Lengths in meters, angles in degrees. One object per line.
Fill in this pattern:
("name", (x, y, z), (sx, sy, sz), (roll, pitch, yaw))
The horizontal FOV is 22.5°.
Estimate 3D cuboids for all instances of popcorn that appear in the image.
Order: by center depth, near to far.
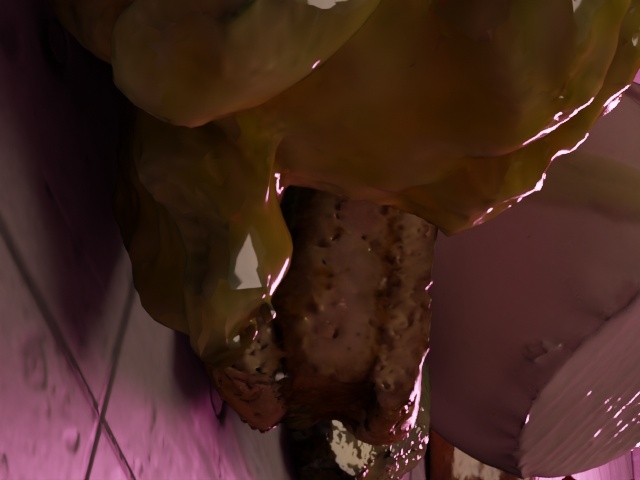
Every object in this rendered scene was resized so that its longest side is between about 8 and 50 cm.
("popcorn", (0.018, -0.140, 0.677), (0.274, 0.279, 0.335), (102, -28, -72))

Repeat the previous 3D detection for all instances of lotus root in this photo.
("lotus root", (0.026, 0.097, 0.977), (0.144, 0.070, 0.143), (-82, 159, -48))
("lotus root", (0.145, 0.180, 1.383), (0.159, 0.095, 0.135), (58, 31, -47))

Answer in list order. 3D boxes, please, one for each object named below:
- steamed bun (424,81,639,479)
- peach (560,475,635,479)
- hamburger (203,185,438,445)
("steamed bun", (0.156, -0.001, 1.170), (0.309, 0.309, 0.309), (-8, 90, -76))
("peach", (0.288, 0.385, 1.499), (0.281, 0.281, 0.338), (47, 38, -67))
("hamburger", (0.000, 0.000, 0.861), (0.131, 0.124, 0.262), (95, 4, -51))
